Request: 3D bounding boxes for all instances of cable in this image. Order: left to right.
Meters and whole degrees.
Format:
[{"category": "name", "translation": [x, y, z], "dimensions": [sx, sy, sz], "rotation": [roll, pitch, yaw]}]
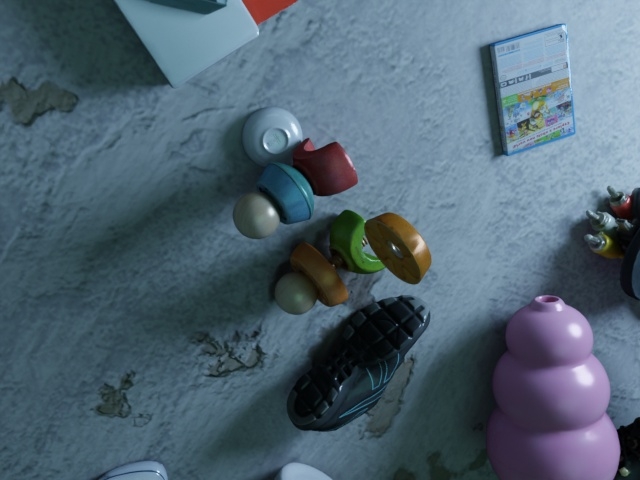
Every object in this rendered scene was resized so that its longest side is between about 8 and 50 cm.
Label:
[{"category": "cable", "translation": [0.541, 0.011, 1.055], "dimensions": [0.287, 0.072, 0.139], "rotation": [38, 78, -36]}]

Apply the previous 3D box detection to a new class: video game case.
[{"category": "video game case", "translation": [0.315, -0.220, 0.917], "dimensions": [0.119, 0.015, 0.166], "rotation": [-18, 112, -10]}]

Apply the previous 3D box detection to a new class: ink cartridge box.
[{"category": "ink cartridge box", "translation": [-0.150, -0.356, 0.714], "dimensions": [0.239, 0.060, 0.275], "rotation": [-34, 114, -2]}]

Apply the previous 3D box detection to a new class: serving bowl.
[{"category": "serving bowl", "translation": [-0.062, -0.135, 0.830], "dimensions": [0.083, 0.027, 0.083], "rotation": [-5, 110, -14]}]

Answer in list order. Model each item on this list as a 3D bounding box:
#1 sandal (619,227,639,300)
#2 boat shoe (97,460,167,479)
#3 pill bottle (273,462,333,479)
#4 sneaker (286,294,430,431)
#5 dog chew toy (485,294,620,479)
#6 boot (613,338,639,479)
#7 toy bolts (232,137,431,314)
[{"category": "sandal", "translation": [0.675, -0.008, 1.009], "dimensions": [0.446, 0.107, 0.167], "rotation": [-16, 111, -21]}, {"category": "boat shoe", "translation": [-0.330, 0.406, 0.910], "dimensions": [0.226, 0.076, 0.083], "rotation": [-25, 113, -7]}, {"category": "pill bottle", "translation": [-0.062, 0.483, 0.984], "dimensions": [0.131, 0.131, 0.229], "rotation": [27, 99, -22]}, {"category": "sneaker", "translation": [0.066, 0.191, 0.957], "dimensions": [0.267, 0.101, 0.106], "rotation": [-42, 136, 0]}, {"category": "dog chew toy", "translation": [0.367, 0.252, 1.000], "dimensions": [0.207, 0.206, 0.331], "rotation": [-9, 103, -13]}, {"category": "boot", "translation": [0.570, 0.321, 1.071], "dimensions": [0.284, 0.138, 0.377], "rotation": [-38, 121, 20]}, {"category": "toy bolts", "translation": [0.000, 0.000, 0.795], "dimensions": [0.158, 0.218, 0.228], "rotation": [-38, 112, -17]}]
